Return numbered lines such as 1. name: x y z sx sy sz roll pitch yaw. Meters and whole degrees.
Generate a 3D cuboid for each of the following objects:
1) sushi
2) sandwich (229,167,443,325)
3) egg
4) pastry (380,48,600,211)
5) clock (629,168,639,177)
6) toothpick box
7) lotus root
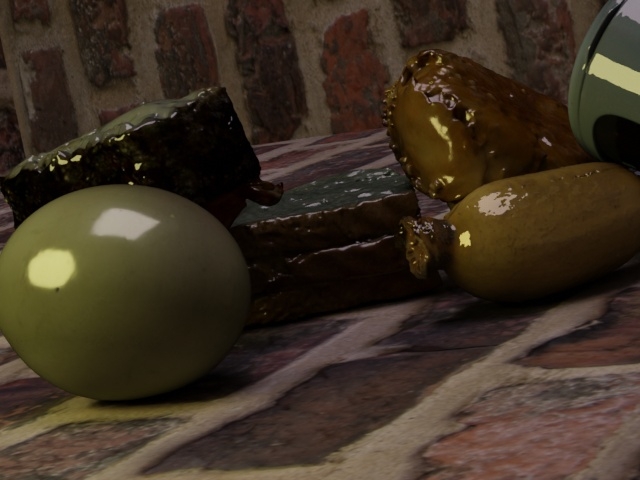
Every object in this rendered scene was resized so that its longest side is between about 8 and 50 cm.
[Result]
1. sushi: -0.193 -0.058 2.035 0.343 0.182 0.196 -15 19 43
2. sandwich: 0.000 0.001 2.210 0.262 0.131 0.325 -12 7 -1
3. egg: -0.197 0.052 1.822 0.269 0.219 0.219 7 16 29
4. pastry: 0.205 -0.088 2.137 0.311 0.162 0.255 25 28 -27
5. clock: 0.479 -0.067 2.228 0.253 0.083 0.186 -15 10 -24
6. toothpick box: 0.476 -0.145 1.977 0.263 0.263 0.355 -18 37 -41
7. lotus root: 0.234 -0.004 1.956 0.303 0.131 0.146 -12 -14 -18
